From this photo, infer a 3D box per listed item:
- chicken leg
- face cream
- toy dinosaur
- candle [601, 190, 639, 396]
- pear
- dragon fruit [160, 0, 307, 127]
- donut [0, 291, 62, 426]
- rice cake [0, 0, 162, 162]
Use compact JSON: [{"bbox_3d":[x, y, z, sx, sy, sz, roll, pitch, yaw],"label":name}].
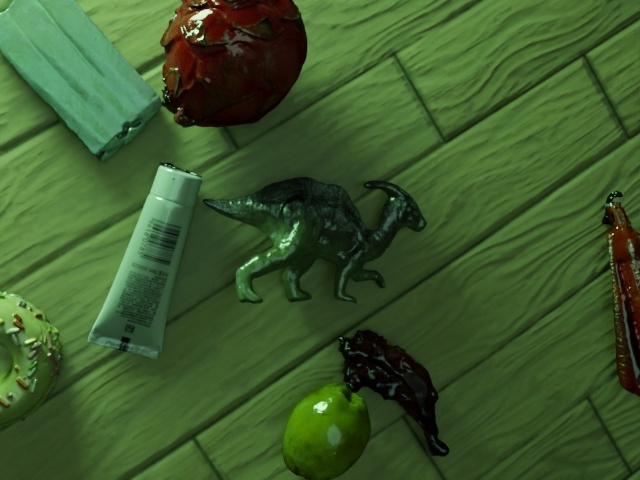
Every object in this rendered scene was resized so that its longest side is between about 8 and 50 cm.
[{"bbox_3d":[0.106,0.198,1.034,0.219,0.048,0.089,40,87,-11],"label":"chicken leg"},{"bbox_3d":[-0.209,0.025,0.959,0.092,0.058,0.243,18,94,-18],"label":"face cream"},{"bbox_3d":[-0.001,0.000,0.994,0.294,0.077,0.162,1,87,-27],"label":"toy dinosaur"},{"bbox_3d":[0.445,0.077,1.101,0.084,0.059,0.301,-15,95,-21],"label":"candle"},{"bbox_3d":[0.008,0.249,0.989,0.107,0.107,0.131,24,98,-12],"label":"pear"},{"bbox_3d":[-0.103,-0.227,0.915,0.172,0.172,0.209,23,116,-12],"label":"dragon fruit"},{"bbox_3d":[-0.370,0.153,0.918,0.108,0.065,0.165,20,88,-13],"label":"donut"},{"bbox_3d":[-0.298,-0.209,0.937,0.211,0.038,0.124,45,82,-11],"label":"rice cake"}]
